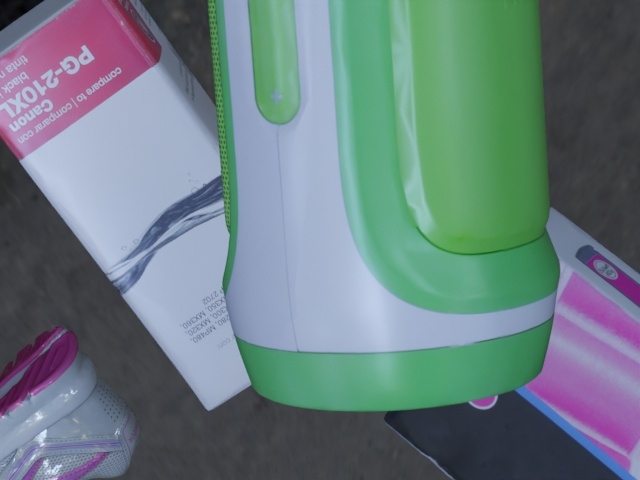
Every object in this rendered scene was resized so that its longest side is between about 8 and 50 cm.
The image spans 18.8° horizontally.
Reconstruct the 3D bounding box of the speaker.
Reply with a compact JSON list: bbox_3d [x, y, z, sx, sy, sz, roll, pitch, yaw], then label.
[{"bbox_3d":[0.018,-0.096,0.688,0.131,0.131,0.297,-4,99,-1],"label":"speaker"}]

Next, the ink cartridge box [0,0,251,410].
[{"bbox_3d":[-0.096,-0.037,1.143,0.100,0.172,0.237,-35,104,4],"label":"ink cartridge box"}]

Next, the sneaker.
[{"bbox_3d":[-0.223,0.169,1.339,0.252,0.103,0.111,-34,112,32],"label":"sneaker"}]

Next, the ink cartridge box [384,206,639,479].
[{"bbox_3d":[0.231,0.159,1.203,0.371,0.069,0.176,38,120,10],"label":"ink cartridge box"}]
